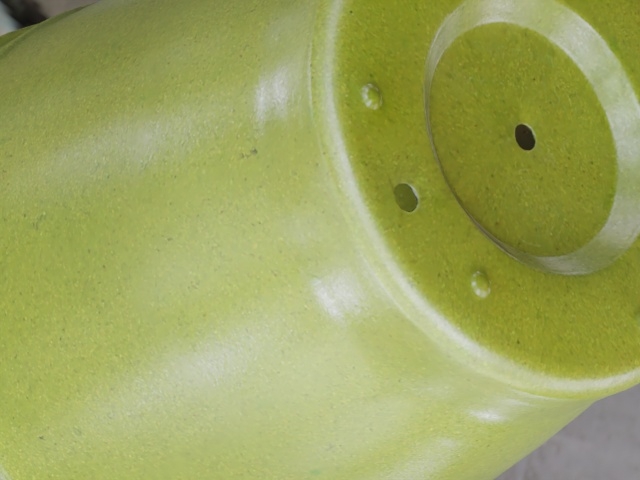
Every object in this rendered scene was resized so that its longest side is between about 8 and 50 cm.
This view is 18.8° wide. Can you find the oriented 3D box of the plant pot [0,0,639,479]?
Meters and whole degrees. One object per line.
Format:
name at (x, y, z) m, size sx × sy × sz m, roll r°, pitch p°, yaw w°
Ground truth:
plant pot at (0.000, 0.000, 0.972) m, size 0.366 × 0.366 × 0.353 m, roll 44°, pitch 145°, yaw -16°
